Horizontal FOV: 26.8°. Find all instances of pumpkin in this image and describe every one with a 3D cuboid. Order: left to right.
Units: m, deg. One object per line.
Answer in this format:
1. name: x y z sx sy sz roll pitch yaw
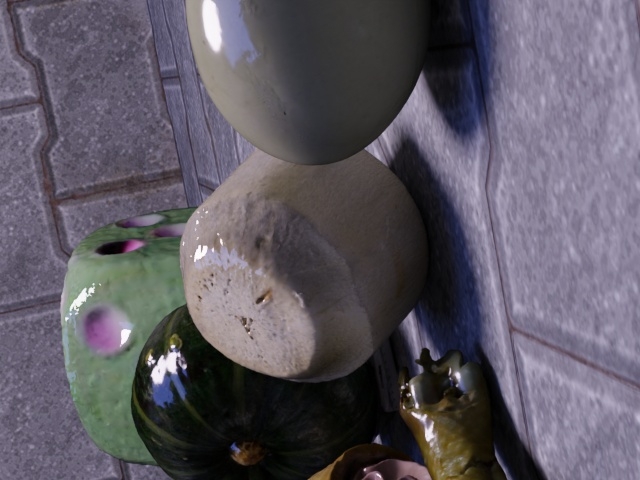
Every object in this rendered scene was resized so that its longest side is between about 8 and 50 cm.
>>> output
1. pumpkin: -0.080 0.186 1.621 0.207 0.300 0.300 -81 -8 -46

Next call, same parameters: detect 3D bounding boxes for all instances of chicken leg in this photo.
1. chicken leg: 0.148 0.251 1.162 0.429 0.152 0.201 -105 22 -50

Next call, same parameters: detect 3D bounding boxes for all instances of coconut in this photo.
1. coconut: -0.007 0.010 1.390 0.266 0.237 0.237 -52 -35 -48

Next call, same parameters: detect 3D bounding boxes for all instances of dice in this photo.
1. dice: -0.188 0.134 2.002 0.318 0.330 0.322 -73 -22 -73

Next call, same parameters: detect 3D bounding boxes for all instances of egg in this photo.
1. egg: -0.010 -0.201 1.188 0.219 0.219 0.269 -124 25 -62

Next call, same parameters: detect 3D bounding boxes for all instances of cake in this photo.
1. cake: 0.076 0.303 1.454 0.178 0.185 0.208 -46 46 32

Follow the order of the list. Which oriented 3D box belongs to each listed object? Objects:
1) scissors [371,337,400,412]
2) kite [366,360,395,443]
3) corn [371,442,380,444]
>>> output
1. scissors: 0.061 0.086 1.615 0.118 0.030 0.242 149 108 -79
2. kite: 0.018 0.222 1.793 0.204 0.022 0.360 41 150 24
3. corn: 0.043 0.340 1.627 0.280 0.092 0.092 -71 -20 -57
